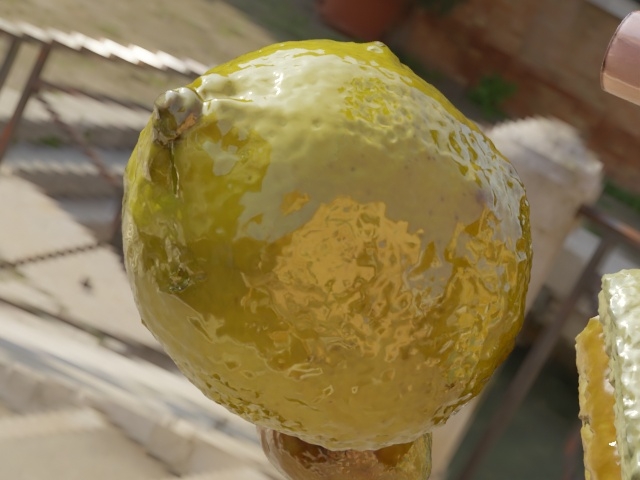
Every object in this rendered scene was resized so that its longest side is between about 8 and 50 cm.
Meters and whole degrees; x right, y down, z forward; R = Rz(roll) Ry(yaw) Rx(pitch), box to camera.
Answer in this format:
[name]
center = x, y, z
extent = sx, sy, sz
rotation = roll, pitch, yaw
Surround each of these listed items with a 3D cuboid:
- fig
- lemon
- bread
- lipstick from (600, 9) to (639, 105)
[fig]
center = 0.050, 0.193, 1.723
extent = 0.257, 0.159, 0.159
rotation = 52, 2, -35
[lemon]
center = 0.000, 0.000, 1.297
extent = 0.322, 0.268, 0.268
rotation = 42, 12, -22
[bread]
center = 0.349, 0.203, 1.642
extent = 0.236, 0.165, 0.375
rotation = 10, 43, -6
[lipstick]
center = 0.423, -0.119, 1.790
extent = 0.326, 0.087, 0.087
rotation = 26, 16, 26
